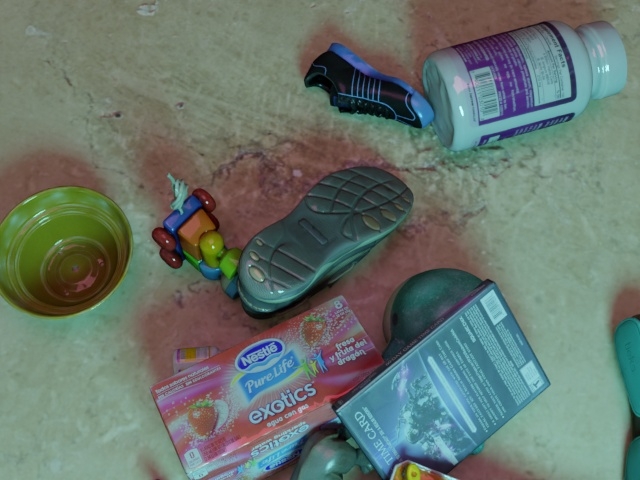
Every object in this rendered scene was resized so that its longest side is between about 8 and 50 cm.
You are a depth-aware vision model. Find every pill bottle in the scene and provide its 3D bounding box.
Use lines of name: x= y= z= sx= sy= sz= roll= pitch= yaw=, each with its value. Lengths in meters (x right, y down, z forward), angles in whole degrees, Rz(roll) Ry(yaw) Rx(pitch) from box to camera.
pill bottle: x=0.332 y=-0.261 z=1.413 sx=0.301 sy=0.169 sz=0.169 roll=-16 pitch=68 yaw=-6
pill bottle: x=-0.178 y=0.182 z=1.303 sx=0.083 sy=0.043 sz=0.043 roll=-4 pitch=68 yaw=-1

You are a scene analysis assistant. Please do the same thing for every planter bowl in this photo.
planter bowl: x=-0.390 y=0.031 z=1.342 sx=0.217 sy=0.090 sz=0.217 roll=0 pitch=68 yaw=0

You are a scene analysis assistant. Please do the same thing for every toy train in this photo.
toy train: x=-0.164 y=0.000 z=1.271 sx=0.143 sy=0.248 sz=0.105 roll=40 pitch=73 yaw=10

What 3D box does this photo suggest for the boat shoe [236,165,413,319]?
boat shoe: x=0.000 y=0.000 z=1.328 sx=0.355 sy=0.130 sz=0.132 roll=-31 pitch=71 yaw=-36

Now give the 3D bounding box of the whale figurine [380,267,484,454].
whale figurine: x=0.191 y=0.173 z=1.242 sx=0.216 sy=0.141 sz=0.272 roll=3 pitch=77 yaw=-25

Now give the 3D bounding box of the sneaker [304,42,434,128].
sneaker: x=0.078 y=-0.241 z=1.460 sx=0.232 sy=0.081 sz=0.090 roll=35 pitch=75 yaw=21

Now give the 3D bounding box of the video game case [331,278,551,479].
video game case: x=0.170 y=0.209 z=1.173 sx=0.274 sy=0.026 sz=0.196 roll=-37 pitch=114 yaw=-10

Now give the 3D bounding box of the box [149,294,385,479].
box: x=-0.063 y=0.225 z=1.211 sx=0.300 sy=0.154 sz=0.142 roll=-25 pitch=57 yaw=-11

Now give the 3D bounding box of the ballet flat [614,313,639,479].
ballet flat: x=0.501 y=0.272 z=1.239 sx=0.124 sy=0.116 sz=0.342 roll=10 pitch=63 yaw=-16

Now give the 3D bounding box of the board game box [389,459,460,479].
board game box: x=0.217 y=0.522 z=1.065 sx=0.390 sy=0.050 sz=0.390 roll=21 pitch=71 yaw=2

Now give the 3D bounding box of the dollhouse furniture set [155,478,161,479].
dollhouse furniture set: x=-0.226 y=0.395 z=1.195 sx=0.091 sy=0.081 sz=0.114 roll=27 pitch=71 yaw=11

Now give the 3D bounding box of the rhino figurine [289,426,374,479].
rhino figurine: x=-0.015 y=0.358 z=1.175 sx=0.073 sy=0.106 sz=0.243 roll=33 pitch=101 yaw=40
